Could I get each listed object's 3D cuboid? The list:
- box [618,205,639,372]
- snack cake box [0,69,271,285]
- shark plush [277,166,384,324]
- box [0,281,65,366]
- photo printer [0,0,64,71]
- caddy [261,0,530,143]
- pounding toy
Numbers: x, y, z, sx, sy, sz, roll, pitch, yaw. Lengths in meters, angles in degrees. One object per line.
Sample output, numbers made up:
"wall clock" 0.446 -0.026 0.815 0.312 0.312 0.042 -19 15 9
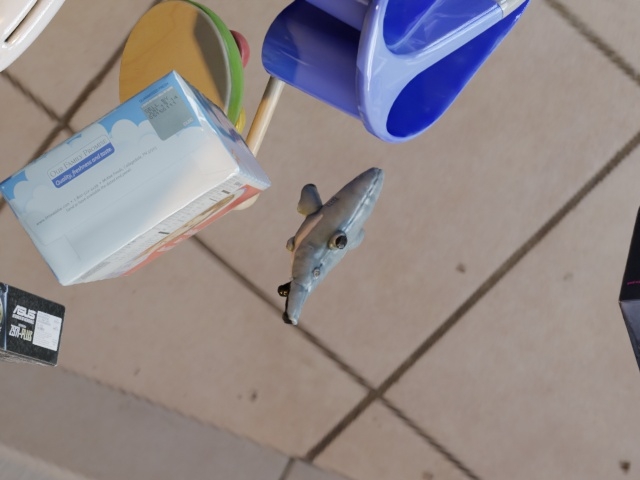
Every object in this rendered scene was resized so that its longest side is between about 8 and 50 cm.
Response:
"box" 0.413 0.062 1.248 0.247 0.142 0.163 -4 129 28
"snack cake box" -0.133 -0.044 1.082 0.152 0.264 0.089 -34 89 2
"shark plush" 0.000 0.000 1.187 0.067 0.161 0.073 -22 110 50
"box" -0.411 0.093 1.632 0.147 0.180 0.077 2 77 22
"photo printer" -0.435 -0.375 1.842 0.256 0.107 0.307 -51 48 9
"caddy" 0.095 -0.235 1.105 0.179 0.341 0.241 26 148 22
"pounding toy" -0.108 -0.157 1.517 0.237 0.110 0.183 41 119 33
